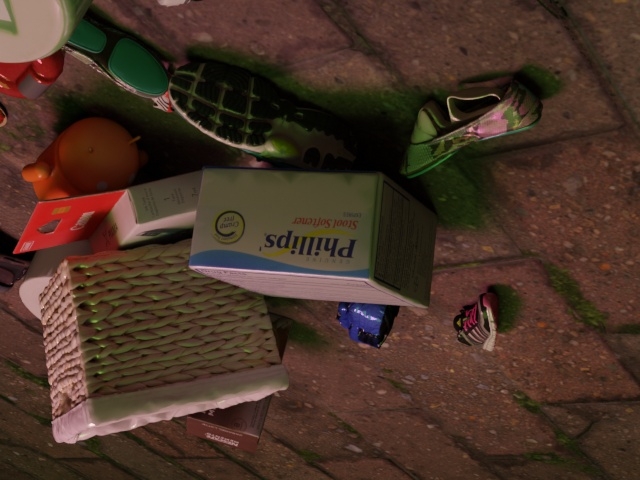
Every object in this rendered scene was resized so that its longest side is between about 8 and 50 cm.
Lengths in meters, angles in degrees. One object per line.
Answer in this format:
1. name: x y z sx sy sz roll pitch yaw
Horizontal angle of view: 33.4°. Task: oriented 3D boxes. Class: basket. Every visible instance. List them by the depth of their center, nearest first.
1. basket: -0.275 0.164 1.737 0.331 0.266 0.328 -10 170 -25

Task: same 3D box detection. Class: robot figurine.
1. robot figurine: -0.356 -0.108 1.611 0.158 0.128 0.219 30 147 -24

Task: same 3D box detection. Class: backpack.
1. backpack: 0.081 0.115 1.808 0.101 0.098 0.120 17 151 6

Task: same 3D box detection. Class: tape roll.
1. tape roll: -0.420 0.104 2.030 0.286 0.100 0.286 12 150 7

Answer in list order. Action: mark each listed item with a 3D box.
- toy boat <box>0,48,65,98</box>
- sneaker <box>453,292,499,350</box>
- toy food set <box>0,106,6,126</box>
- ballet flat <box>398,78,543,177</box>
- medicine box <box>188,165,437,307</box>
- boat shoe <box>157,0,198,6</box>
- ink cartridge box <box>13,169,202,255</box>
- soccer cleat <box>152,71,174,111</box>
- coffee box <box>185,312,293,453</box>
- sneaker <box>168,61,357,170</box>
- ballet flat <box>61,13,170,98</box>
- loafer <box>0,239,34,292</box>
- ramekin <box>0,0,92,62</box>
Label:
1. toy boat: -0.465 -0.246 1.407 0.231 0.151 0.151 31 147 -24
2. sneaker: 0.261 0.138 1.792 0.075 0.063 0.170 4 154 9
3. toy food set: -0.527 -0.199 1.649 0.083 0.020 0.082 -15 138 43
4. ballet flat: 0.175 -0.150 1.352 0.221 0.077 0.079 -21 116 40
5. medicine box: 0.000 0.000 1.508 0.264 0.149 0.289 3 170 21
6. boat shoe: -0.120 -0.371 1.091 0.102 0.108 0.301 -11 141 -17
7. ink cartridge box: -0.317 -0.016 1.634 0.261 0.066 0.296 -14 172 -25
8. soccer cleat: -0.219 -0.206 1.480 0.036 0.029 0.083 11 155 0
9. coffee box: -0.153 0.255 2.006 0.141 0.246 0.098 17 150 -1
10. sneaker: -0.087 -0.146 1.451 0.275 0.107 0.110 26 158 -17
11. ballet flat: -0.286 -0.252 1.415 0.188 0.070 0.070 34 146 -26
12. loafer: -0.665 -0.012 1.978 0.095 0.109 0.302 -35 134 15
13. ramekin: -0.387 -0.342 1.210 0.303 0.148 0.303 12 150 7
